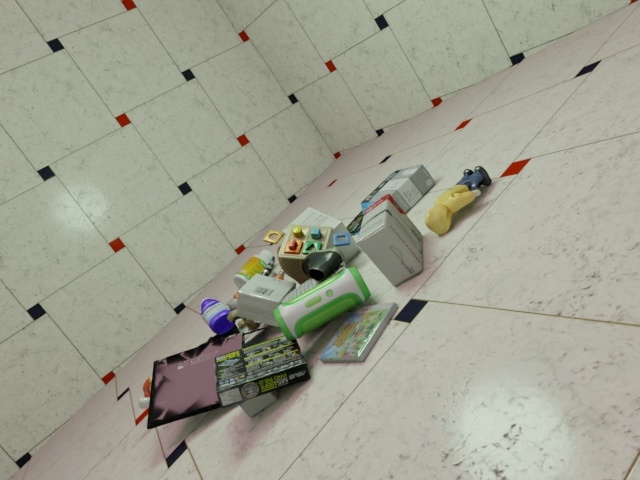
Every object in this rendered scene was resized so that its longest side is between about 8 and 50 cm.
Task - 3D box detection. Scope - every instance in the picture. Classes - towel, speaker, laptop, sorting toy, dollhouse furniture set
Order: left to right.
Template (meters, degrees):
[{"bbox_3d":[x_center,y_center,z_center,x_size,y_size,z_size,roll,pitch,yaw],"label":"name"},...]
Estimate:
[{"bbox_3d":[-0.410,0.503,1.832,0.382,0.236,0.407,-20,47,11],"label":"laptop"},{"bbox_3d":[-0.306,0.354,2.007,0.182,0.101,0.161,-19,-32,-50],"label":"dollhouse furniture set"},{"bbox_3d":[-0.061,-0.003,1.850,0.348,0.047,0.196,4,44,16],"label":"sorting toy"},{"bbox_3d":[0.001,0.198,1.716,0.284,0.121,0.235,-37,8,-1],"label":"towel"},{"bbox_3d":[0.006,0.200,1.529,0.297,0.131,0.131,-29,14,-2],"label":"speaker"}]

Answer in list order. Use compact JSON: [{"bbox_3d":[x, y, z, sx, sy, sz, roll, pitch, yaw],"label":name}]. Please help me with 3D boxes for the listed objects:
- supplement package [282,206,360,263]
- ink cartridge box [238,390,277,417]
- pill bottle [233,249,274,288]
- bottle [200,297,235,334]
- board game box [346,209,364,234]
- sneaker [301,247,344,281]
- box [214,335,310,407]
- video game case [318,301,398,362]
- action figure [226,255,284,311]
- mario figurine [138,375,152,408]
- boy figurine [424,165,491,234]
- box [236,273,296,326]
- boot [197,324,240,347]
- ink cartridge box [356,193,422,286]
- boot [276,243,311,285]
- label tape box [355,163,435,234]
[{"bbox_3d":[0.000,0.000,2.065,0.175,0.177,0.293,-42,31,-12],"label":"supplement package"},{"bbox_3d":[-0.190,0.458,1.521,0.104,0.061,0.181,-36,14,8],"label":"ink cartridge box"},{"bbox_3d":[-0.361,0.166,2.690,0.136,0.136,0.245,-21,24,52],"label":"pill bottle"},{"bbox_3d":[-0.484,0.335,2.214,0.118,0.092,0.283,-35,26,-17],"label":"bottle"},{"bbox_3d":[0.186,-0.089,2.299,0.186,0.026,0.126,-47,16,-27],"label":"board game box"},{"bbox_3d":[-0.024,0.094,1.679,0.118,0.083,0.222,-42,10,-36],"label":"sneaker"},{"bbox_3d":[-0.184,0.388,1.472,0.270,0.060,0.216,-16,16,-10],"label":"box"},{"bbox_3d":[0.109,0.269,1.411,0.193,0.023,0.212,-21,24,53],"label":"video game case"},{"bbox_3d":[-0.312,0.236,2.297,0.330,0.178,0.341,-37,14,-32],"label":"action figure"},{"bbox_3d":[-0.635,0.595,1.995,0.321,0.170,0.198,-21,-19,34],"label":"mario figurine"},{"bbox_3d":[0.458,-0.135,1.616,0.285,0.092,0.177,-47,16,-23],"label":"boy figurine"},{"bbox_3d":[-0.213,0.235,1.920,0.181,0.119,0.182,12,23,14],"label":"box"},{"bbox_3d":[-0.485,0.448,2.234,0.207,0.094,0.246,-39,20,-10],"label":"boot"},{"bbox_3d":[0.233,-0.006,1.578,0.114,0.197,0.273,-36,14,23],"label":"ink cartridge box"},{"bbox_3d":[-0.095,0.098,1.997,0.090,0.248,0.207,-32,13,8],"label":"boot"},{"bbox_3d":[0.296,-0.171,2.096,0.348,0.115,0.249,-42,14,-14],"label":"label tape box"}]
